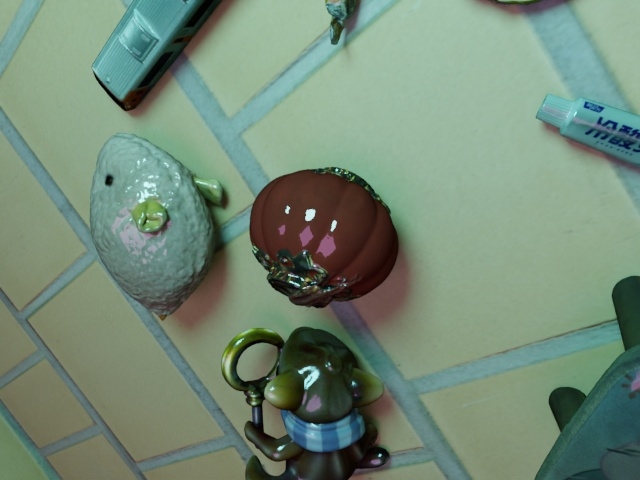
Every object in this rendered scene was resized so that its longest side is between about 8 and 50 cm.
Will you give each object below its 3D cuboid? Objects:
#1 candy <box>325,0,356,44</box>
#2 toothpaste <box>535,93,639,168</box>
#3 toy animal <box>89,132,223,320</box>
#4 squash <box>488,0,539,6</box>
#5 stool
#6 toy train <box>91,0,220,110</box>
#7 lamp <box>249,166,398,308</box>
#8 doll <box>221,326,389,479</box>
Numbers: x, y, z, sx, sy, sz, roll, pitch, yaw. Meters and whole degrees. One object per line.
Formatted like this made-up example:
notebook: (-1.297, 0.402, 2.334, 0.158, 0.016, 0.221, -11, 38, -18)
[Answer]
candy: (0.029, -0.353, 0.636, 0.047, 0.053, 0.181, 5, 115, 12)
toothpaste: (0.401, -0.103, 0.565, 0.297, 0.048, 0.074, 25, 122, 12)
toy animal: (-0.301, -0.012, 0.889, 0.227, 0.188, 0.357, 8, 117, 31)
squash: (0.231, -0.376, 0.530, 0.220, 0.041, 0.219, 9, 117, 18)
stool: (0.455, 0.235, 0.586, 0.311, 0.226, 0.310, 23, 122, 16)
toy train: (-0.252, -0.345, 0.767, 0.410, 0.089, 0.086, -32, 101, 34)
lamp: (0.000, 0.000, 0.718, 0.227, 0.227, 0.226, 12, 118, 23)
doll: (-0.021, 0.324, 0.916, 0.318, 0.209, 0.339, -2, 118, -7)
